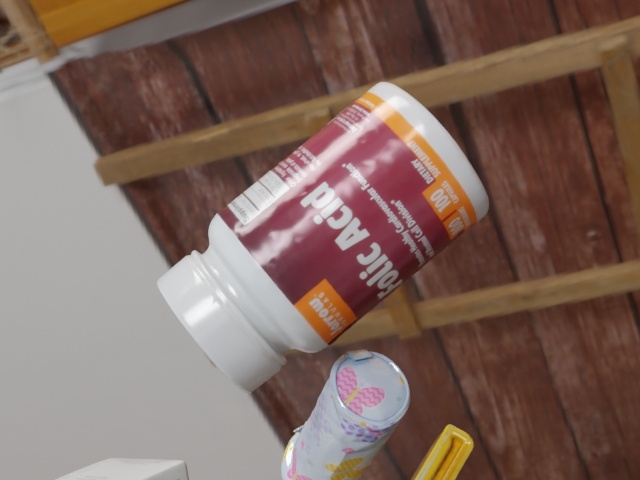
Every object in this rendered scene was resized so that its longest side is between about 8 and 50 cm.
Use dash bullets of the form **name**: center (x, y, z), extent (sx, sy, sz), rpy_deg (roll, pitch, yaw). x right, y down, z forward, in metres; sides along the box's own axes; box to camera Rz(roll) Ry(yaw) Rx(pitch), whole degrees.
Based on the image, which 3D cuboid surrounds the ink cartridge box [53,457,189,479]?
- **ink cartridge box**: center (-0.174, 0.227, 0.590), extent (0.231, 0.078, 0.134), rpy_deg (-14, -84, -52)

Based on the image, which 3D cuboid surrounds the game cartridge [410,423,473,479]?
- **game cartridge**: center (0.114, 0.429, 1.463), extent (0.285, 0.053, 0.323), rpy_deg (-55, -12, -20)

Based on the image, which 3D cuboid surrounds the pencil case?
- **pencil case**: center (0.030, 0.264, 1.393), extent (0.273, 0.113, 0.124), rpy_deg (116, 153, -49)

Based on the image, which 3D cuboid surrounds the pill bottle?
- **pill bottle**: center (0.000, 0.000, 1.282), extent (0.224, 0.392, 0.224), rpy_deg (50, 178, 3)
